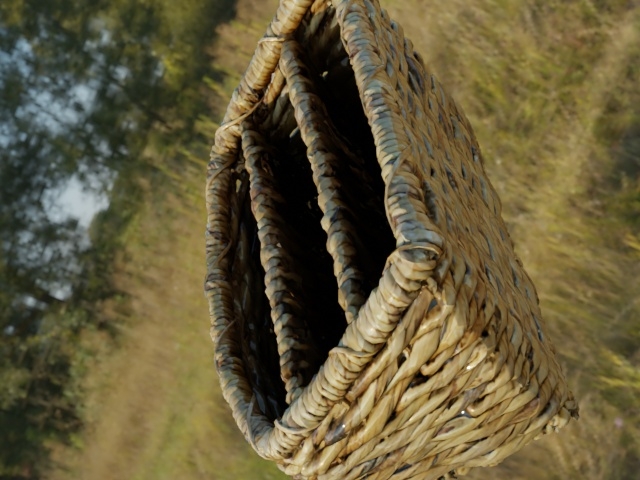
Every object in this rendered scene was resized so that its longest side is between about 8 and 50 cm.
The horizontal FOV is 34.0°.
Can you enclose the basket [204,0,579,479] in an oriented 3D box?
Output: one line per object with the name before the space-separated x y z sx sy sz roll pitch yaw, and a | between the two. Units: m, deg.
basket | 0.000 0.000 0.689 0.213 0.223 0.299 -28 47 18
